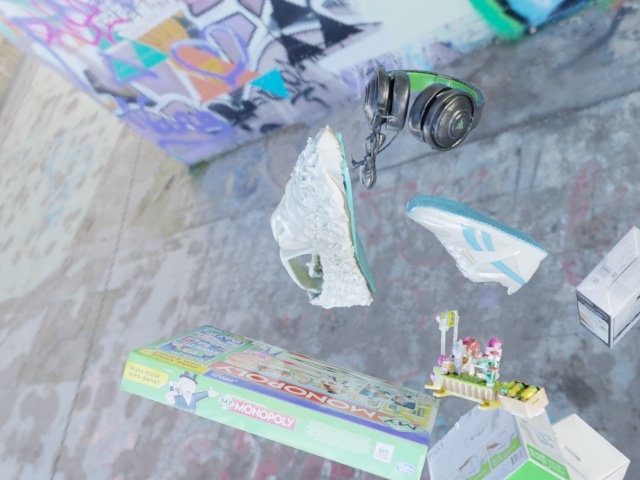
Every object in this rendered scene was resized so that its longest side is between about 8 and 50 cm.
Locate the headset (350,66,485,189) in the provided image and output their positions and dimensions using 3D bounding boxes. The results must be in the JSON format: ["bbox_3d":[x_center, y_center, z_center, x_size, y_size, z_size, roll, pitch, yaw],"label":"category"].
[{"bbox_3d":[0.185,-0.246,1.540,0.243,0.185,0.394,20,32,21],"label":"headset"}]

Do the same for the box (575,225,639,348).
[{"bbox_3d":[0.601,0.102,1.491,0.169,0.290,0.087,-46,63,-1],"label":"box"}]

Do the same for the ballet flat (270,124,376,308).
[{"bbox_3d":[0.000,0.000,1.096,0.147,0.409,0.147,-5,59,8],"label":"ballet flat"}]

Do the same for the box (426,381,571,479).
[{"bbox_3d":[0.352,0.466,1.534,0.262,0.127,0.231,-51,16,22],"label":"box"}]

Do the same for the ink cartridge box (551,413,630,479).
[{"bbox_3d":[0.565,0.558,1.721,0.168,0.232,0.171,-19,40,-29],"label":"ink cartridge box"}]

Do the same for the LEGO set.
[{"bbox_3d":[0.217,0.160,1.043,0.287,0.132,0.107,-89,1,-89],"label":"LEGO set"}]

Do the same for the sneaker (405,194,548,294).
[{"bbox_3d":[0.221,0.006,1.101,0.092,0.229,0.087,-61,15,17],"label":"sneaker"}]

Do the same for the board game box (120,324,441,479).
[{"bbox_3d":[-0.030,0.172,0.838,0.317,0.213,0.046,15,93,12],"label":"board game box"}]
